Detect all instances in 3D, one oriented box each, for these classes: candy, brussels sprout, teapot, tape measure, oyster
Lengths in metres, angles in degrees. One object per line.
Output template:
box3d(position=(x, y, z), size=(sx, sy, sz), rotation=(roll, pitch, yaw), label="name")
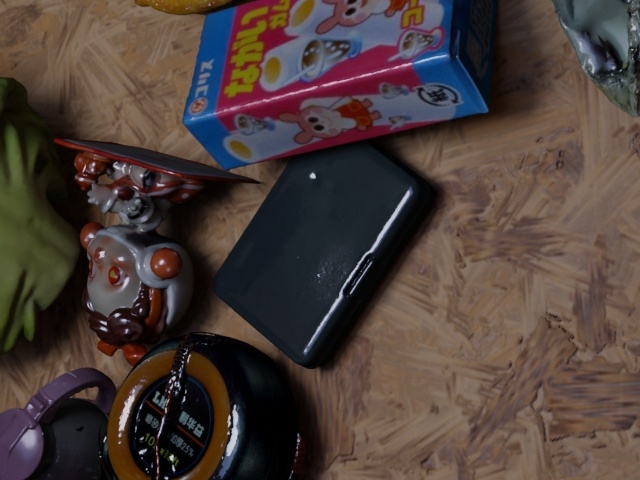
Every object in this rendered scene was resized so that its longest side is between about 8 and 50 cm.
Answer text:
box3d(position=(0.020, -0.181, 1.784), size=(0.306, 0.100, 0.157), rotation=(-11, 51, 25), label="candy")
box3d(position=(-0.512, -0.042, 1.934), size=(0.425, 0.361, 0.342), rotation=(-12, 66, 31), label="brussels sprout")
box3d(position=(-0.280, 0.216, 1.893), size=(0.148, 0.146, 0.116), rotation=(-32, 68, 21), label="teapot")
box3d(position=(-0.123, 0.206, 1.819), size=(0.202, 0.135, 0.223), rotation=(30, 95, 40), label="tape measure")
box3d(position=(0.290, -0.275, 1.688), size=(0.199, 0.087, 0.252), rotation=(-44, 56, 27), label="oyster")

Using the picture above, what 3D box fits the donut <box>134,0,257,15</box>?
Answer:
box3d(position=(-0.099, -0.376, 1.911), size=(0.303, 0.110, 0.302), rotation=(-6, 79, 31), label="donut")

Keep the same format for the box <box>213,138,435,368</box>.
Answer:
box3d(position=(0.000, 0.000, 1.827), size=(0.160, 0.050, 0.230), rotation=(39, 101, 29), label="box")

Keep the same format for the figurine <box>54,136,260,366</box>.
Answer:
box3d(position=(-0.196, 0.021, 1.888), size=(0.183, 0.160, 0.226), rotation=(17, 98, 31), label="figurine")
